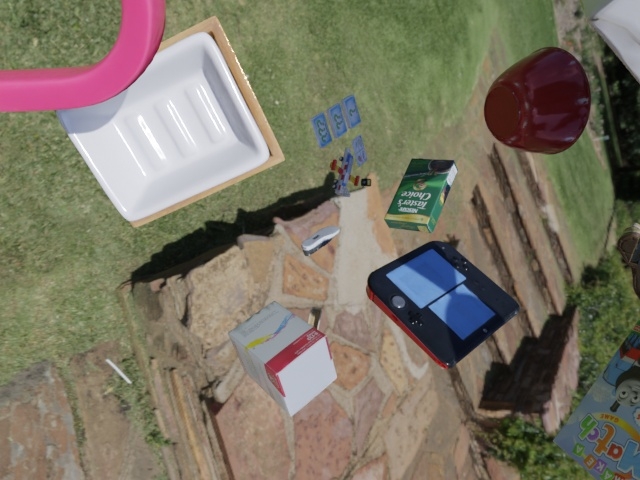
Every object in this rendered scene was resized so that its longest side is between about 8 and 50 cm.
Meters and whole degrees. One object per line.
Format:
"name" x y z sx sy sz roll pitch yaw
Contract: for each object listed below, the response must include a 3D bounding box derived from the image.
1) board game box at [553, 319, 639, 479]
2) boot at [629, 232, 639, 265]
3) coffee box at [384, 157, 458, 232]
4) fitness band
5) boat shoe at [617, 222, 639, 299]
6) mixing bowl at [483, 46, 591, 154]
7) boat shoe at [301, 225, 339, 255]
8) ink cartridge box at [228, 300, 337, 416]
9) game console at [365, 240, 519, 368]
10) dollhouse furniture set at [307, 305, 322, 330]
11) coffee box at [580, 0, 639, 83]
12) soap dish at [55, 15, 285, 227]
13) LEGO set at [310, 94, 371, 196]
"board game box" 0.410 0.215 0.568 0.039 0.160 0.211 33 91 -8
"boot" 0.514 0.000 0.649 0.045 0.099 0.121 -19 123 -54
"coffee box" 0.231 -0.106 1.042 0.040 0.113 0.184 50 60 -45
"fitness band" -0.270 -0.206 0.357 0.054 0.291 0.209 -86 174 -49
"boat shoe" 0.648 0.050 0.892 0.072 0.068 0.190 -41 109 -36
"mixing bowl" 0.347 -0.226 0.776 0.098 0.181 0.181 -16 95 -15
"boat shoe" 0.000 0.000 1.359 0.142 0.049 0.040 -30 131 -30
"ink cartridge box" -0.078 0.233 0.928 0.127 0.176 0.128 -34 128 -29
"game console" 0.357 0.162 1.341 0.387 0.342 0.060 -24 142 -35
"dollhouse furniture set" -0.048 0.226 1.189 0.081 0.091 0.114 11 91 -69
"coffee box" 0.456 -0.208 0.351 0.338 0.338 0.334 44 42 -9
"soap dish" -0.232 -0.178 0.728 0.118 0.291 0.229 -89 155 -66
"LEGO set" 0.078 -0.228 1.167 0.182 0.060 0.244 -42 125 -39
